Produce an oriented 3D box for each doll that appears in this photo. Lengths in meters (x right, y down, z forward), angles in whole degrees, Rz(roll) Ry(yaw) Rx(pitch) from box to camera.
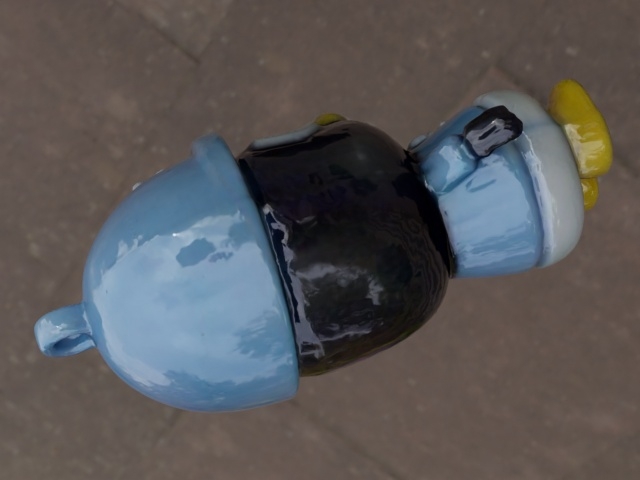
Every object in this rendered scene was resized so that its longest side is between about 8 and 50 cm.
[{"bbox_3d":[0.000,0.000,0.824,0.177,0.314,0.141,95,153,-65],"label":"doll"}]
